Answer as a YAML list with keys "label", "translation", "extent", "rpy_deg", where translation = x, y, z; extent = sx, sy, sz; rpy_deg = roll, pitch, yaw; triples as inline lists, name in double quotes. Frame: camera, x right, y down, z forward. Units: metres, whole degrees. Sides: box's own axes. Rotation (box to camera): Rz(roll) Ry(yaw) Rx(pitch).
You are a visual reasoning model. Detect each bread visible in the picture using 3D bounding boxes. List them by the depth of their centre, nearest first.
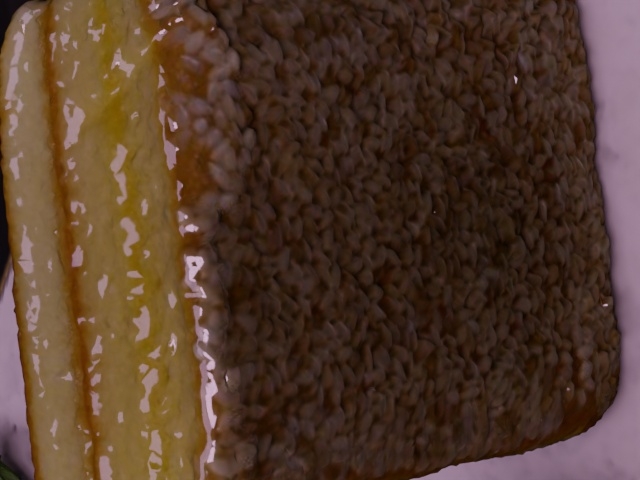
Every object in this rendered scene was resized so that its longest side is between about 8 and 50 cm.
- label: "bread"
  translation: [0.000, 0.000, 0.708]
  extent: [0.110, 0.234, 0.184]
  rpy_deg: [-9, 87, 43]

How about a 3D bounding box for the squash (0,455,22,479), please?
- label: "squash"
  translation: [-0.163, 0.202, 1.003]
  extent: [0.077, 0.068, 0.219]
  rpy_deg: [-25, 76, 59]
